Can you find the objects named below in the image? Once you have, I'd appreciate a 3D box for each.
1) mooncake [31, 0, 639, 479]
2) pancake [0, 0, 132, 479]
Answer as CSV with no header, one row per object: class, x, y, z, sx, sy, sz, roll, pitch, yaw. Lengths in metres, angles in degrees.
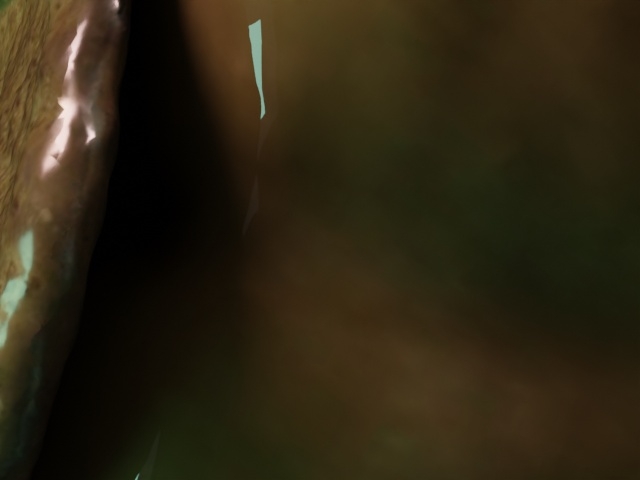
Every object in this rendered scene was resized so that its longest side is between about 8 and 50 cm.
mooncake,0.000,0.000,0.700,0.467,0.262,0.467,-165,90,-70
pancake,-0.113,-0.005,0.581,0.288,0.033,0.286,-94,27,-45
